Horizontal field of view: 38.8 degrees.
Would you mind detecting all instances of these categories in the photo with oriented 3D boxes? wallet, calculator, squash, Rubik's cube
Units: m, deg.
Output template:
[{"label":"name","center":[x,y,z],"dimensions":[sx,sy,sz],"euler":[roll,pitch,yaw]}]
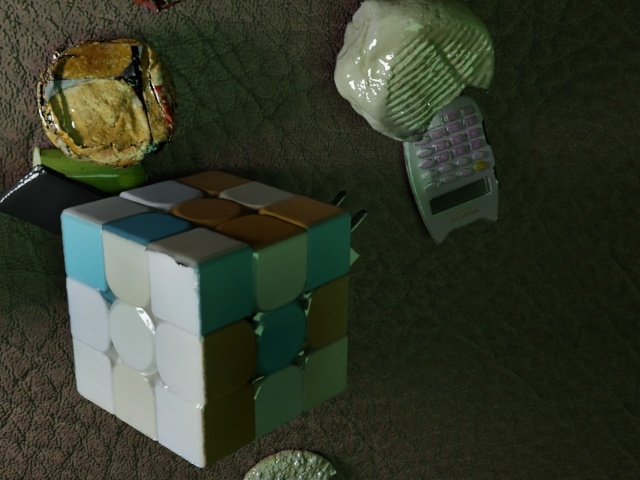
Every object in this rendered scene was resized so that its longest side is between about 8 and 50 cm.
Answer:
[{"label":"wallet","center":[-0.413,-0.048,1.517],"dimensions":[0.124,0.025,0.244],"euler":[-33,149,21]},{"label":"calculator","center":[0.259,-0.151,1.827],"dimensions":[0.194,0.043,0.294],"euler":[-21,113,-13]},{"label":"squash","center":[-0.388,-0.112,1.543],"dimensions":[0.188,0.095,0.095],"euler":[-2,110,-25]},{"label":"Rubik's cube","center":[-0.182,0.106,1.505],"dimensions":[0.344,0.347,0.347],"euler":[-19,120,-43]}]

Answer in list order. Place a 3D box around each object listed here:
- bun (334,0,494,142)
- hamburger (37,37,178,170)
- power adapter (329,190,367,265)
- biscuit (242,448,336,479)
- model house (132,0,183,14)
[{"label":"bun","center":[0.152,-0.328,1.622],"dimensions":[0.281,0.205,0.281],"euler":[-16,129,-21]},{"label":"hamburger","center":[-0.344,-0.221,1.482],"dimensions":[0.231,0.107,0.231],"euler":[0,89,-23]},{"label":"power adapter","center":[0.000,0.000,1.724],"dimensions":[0.205,0.125,0.130],"euler":[-47,119,-1]},{"label":"biscuit","center":[-0.097,0.519,1.936],"dimensions":[0.250,0.032,0.133],"euler":[-32,117,-7]},{"label":"model house","center":[-0.187,-0.476,1.425],"dimensions":[0.254,0.196,0.160],"euler":[-25,115,-13]}]
